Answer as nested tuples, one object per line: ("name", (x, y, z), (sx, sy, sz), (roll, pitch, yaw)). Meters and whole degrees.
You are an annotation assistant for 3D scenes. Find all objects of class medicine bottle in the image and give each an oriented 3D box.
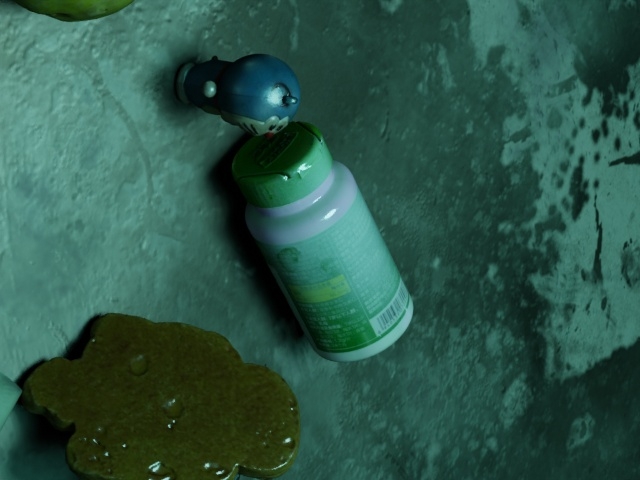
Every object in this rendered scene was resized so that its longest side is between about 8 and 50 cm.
("medicine bottle", (0.000, 0.000, 2.092), (0.133, 0.133, 0.274), (-49, 131, -29))

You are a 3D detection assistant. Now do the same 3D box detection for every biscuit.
("biscuit", (-0.162, 0.179, 1.911), (0.290, 0.041, 0.208), (11, 54, -9))

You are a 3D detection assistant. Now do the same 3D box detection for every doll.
("doll", (-0.081, -0.156, 1.955), (0.114, 0.152, 0.085), (-5, 104, -49))

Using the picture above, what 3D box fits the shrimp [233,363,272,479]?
("shrimp", (-0.177, 0.308, 1.954), (0.221, 0.166, 0.410), (43, 58, -14))

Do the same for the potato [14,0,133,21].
("potato", (-0.217, -0.318, 1.772), (0.197, 0.149, 0.228), (13, 95, -70))

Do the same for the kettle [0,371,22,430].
("kettle", (-0.424, 0.194, 1.669), (0.240, 0.165, 0.255), (31, 78, -16))
